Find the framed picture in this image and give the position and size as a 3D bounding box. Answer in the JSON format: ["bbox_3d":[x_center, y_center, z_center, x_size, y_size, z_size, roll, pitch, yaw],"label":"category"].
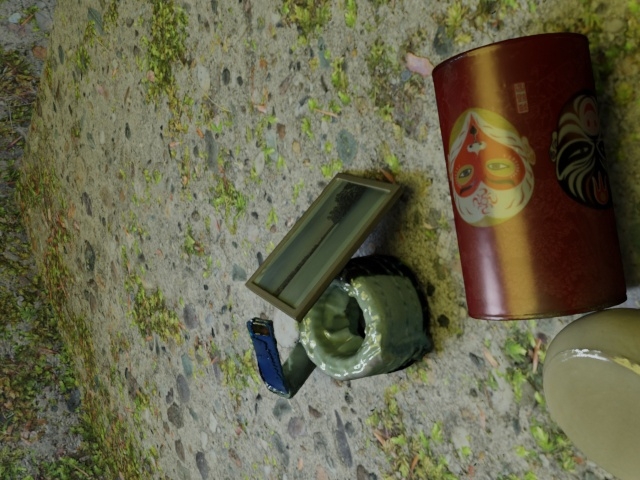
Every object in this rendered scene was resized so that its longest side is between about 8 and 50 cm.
[{"bbox_3d":[0.000,0.000,1.179,0.289,0.016,0.213,-51,31,-10],"label":"framed picture"}]

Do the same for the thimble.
[{"bbox_3d":[0.077,0.142,1.182,0.237,0.150,0.237,8,100,49],"label":"thimble"}]

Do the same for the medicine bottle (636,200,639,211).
[{"bbox_3d":[0.447,-0.105,0.759,0.092,0.061,0.220,-108,32,-52],"label":"medicine bottle"}]

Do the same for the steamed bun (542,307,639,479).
[{"bbox_3d":[0.394,0.177,0.792,0.232,0.145,0.231,38,146,31],"label":"steamed bun"}]

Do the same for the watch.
[{"bbox_3d":[-0.042,0.155,1.331,0.068,0.276,0.274,16,137,25],"label":"watch"}]

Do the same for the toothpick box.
[{"bbox_3d":[0.270,-0.076,0.863,0.204,0.204,0.333,-8,90,51],"label":"toothpick box"}]
